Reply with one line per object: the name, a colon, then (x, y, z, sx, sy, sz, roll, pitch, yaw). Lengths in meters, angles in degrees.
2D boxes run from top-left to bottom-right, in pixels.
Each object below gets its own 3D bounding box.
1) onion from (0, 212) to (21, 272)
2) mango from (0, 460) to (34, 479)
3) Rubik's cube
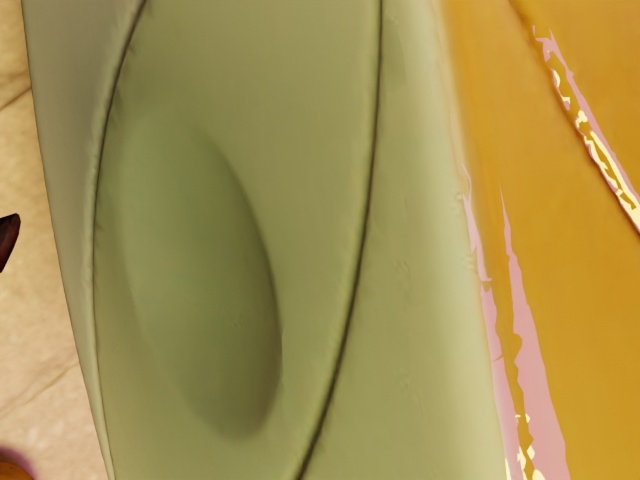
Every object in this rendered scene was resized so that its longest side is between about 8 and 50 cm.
onion: (-0.219, -0.125, 0.552, 0.146, 0.280, 0.314, -13, 140, 7)
mango: (-0.183, 0.160, 0.921, 0.060, 0.046, 0.089, -39, 139, 0)
Rubik's cube: (0.102, -0.027, 0.659, 0.352, 0.351, 0.347, -15, 101, -26)
